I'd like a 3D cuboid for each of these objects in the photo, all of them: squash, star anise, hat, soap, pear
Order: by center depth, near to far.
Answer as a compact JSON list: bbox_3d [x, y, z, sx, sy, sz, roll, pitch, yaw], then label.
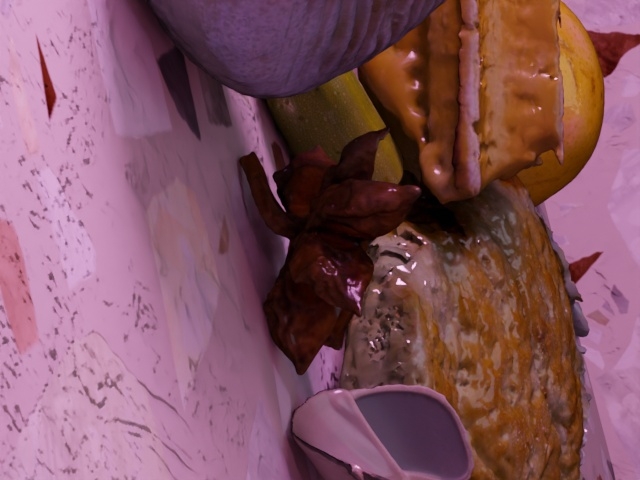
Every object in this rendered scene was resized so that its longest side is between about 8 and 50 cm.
[{"bbox_3d":[0.074,0.238,1.572,0.275,0.161,0.232,48,9,-16],"label":"hat"},{"bbox_3d":[0.003,0.005,1.574,0.212,0.111,0.196,-149,-121,-64],"label":"star anise"},{"bbox_3d":[0.001,-0.120,1.746,0.095,0.095,0.188,-91,160,-45],"label":"squash"},{"bbox_3d":[0.080,-0.199,1.859,0.169,0.304,0.338,0,89,-34],"label":"soap"},{"bbox_3d":[0.154,-0.164,2.136,0.336,0.285,0.285,23,46,-33],"label":"pear"}]

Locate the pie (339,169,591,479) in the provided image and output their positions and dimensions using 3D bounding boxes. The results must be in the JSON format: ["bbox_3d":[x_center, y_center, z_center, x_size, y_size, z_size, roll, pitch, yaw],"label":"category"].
[{"bbox_3d":[0.128,0.125,1.877,0.395,0.180,0.418,61,31,-33],"label":"pie"}]

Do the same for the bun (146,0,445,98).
[{"bbox_3d":[0.006,-0.273,1.444,0.211,0.362,0.362,40,-1,21],"label":"bun"}]
